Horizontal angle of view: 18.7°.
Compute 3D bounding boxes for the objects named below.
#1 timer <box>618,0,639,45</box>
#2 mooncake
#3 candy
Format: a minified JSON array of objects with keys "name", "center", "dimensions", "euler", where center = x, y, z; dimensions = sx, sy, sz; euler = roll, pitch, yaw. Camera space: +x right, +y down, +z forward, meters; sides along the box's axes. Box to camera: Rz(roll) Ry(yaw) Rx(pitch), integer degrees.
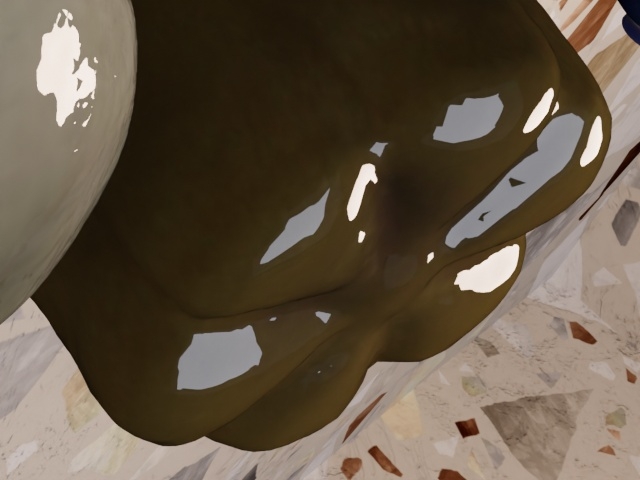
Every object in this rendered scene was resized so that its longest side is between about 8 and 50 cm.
[{"name":"timer","center":[0.171,-0.276,1.327],"dimensions":[0.270,0.383,0.270],"euler":[-44,166,-14]},{"name":"mooncake","center":[-0.009,-0.042,1.520],"dimensions":[0.467,0.262,0.467],"euler":[-31,153,-18]},{"name":"candy","center":[-0.258,-0.047,1.107],"dimensions":[0.386,0.186,0.427],"euler":[-36,159,-26]}]
